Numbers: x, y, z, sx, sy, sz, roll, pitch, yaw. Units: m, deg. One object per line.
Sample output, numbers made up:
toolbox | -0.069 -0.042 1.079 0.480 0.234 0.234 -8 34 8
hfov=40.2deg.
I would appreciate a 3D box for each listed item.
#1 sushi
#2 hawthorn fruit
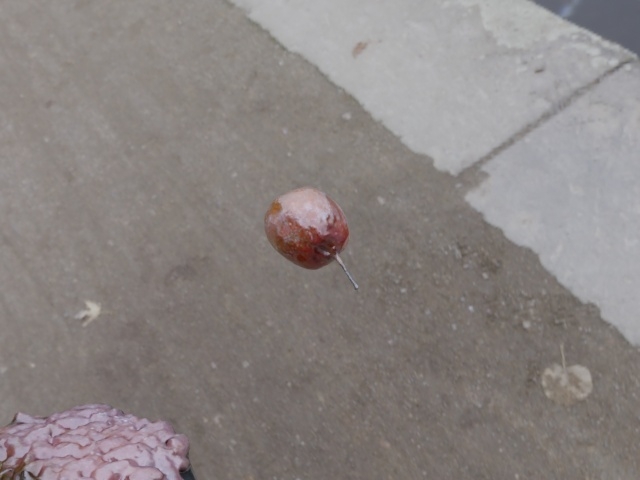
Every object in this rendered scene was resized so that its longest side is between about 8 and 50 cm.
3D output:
sushi | -0.216 0.279 0.844 0.171 0.236 0.270 -19 20 -37
hawthorn fruit | 0.000 0.000 0.722 0.067 0.066 0.103 -39 56 -11
